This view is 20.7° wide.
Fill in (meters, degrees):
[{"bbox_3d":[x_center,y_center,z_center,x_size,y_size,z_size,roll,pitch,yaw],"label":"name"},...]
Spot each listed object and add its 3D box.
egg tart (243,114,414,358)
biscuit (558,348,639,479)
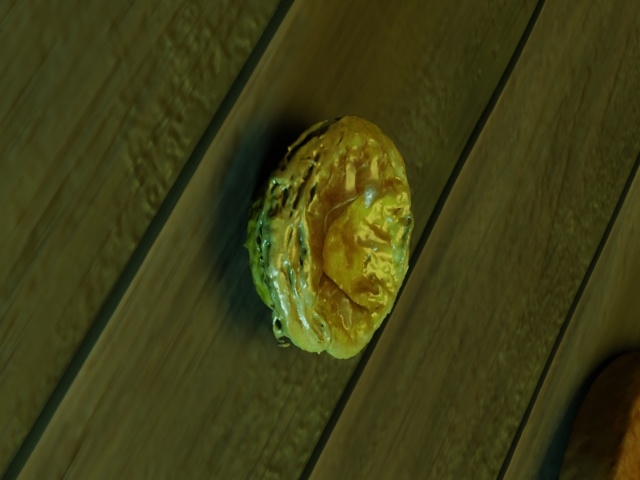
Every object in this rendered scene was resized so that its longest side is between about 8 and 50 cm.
[{"bbox_3d":[0.000,0.000,0.881,0.130,0.052,0.130,-17,110,-56],"label":"egg tart"},{"bbox_3d":[0.289,0.293,1.297,0.350,0.078,0.455,-39,114,-46],"label":"biscuit"}]
